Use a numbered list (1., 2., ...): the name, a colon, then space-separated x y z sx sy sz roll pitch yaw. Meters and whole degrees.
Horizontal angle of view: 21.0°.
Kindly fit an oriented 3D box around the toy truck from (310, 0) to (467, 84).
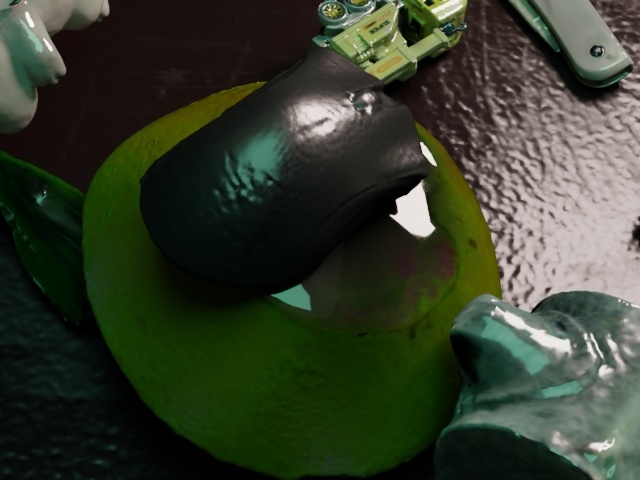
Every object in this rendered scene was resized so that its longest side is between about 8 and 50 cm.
1. toy truck: 0.073 -0.205 1.725 0.169 0.077 0.100 -29 60 -27

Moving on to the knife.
1. knife: 0.231 -0.260 1.812 0.073 0.040 0.265 -27 62 -12

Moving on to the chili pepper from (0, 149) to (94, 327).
1. chili pepper: -0.235 -0.007 1.549 0.216 0.062 0.108 37 58 21

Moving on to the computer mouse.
1. computer mouse: -0.016 -0.065 1.348 0.147 0.088 0.264 46 50 9

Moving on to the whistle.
1. whistle: 0.272 0.196 1.390 0.405 0.188 0.168 31 56 14

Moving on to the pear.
1. pear: -0.003 -0.002 1.467 0.399 0.165 0.399 11 54 -15

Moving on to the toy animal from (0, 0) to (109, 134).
1. toy animal: -0.336 -0.180 1.606 0.325 0.154 0.208 -35 55 -20
